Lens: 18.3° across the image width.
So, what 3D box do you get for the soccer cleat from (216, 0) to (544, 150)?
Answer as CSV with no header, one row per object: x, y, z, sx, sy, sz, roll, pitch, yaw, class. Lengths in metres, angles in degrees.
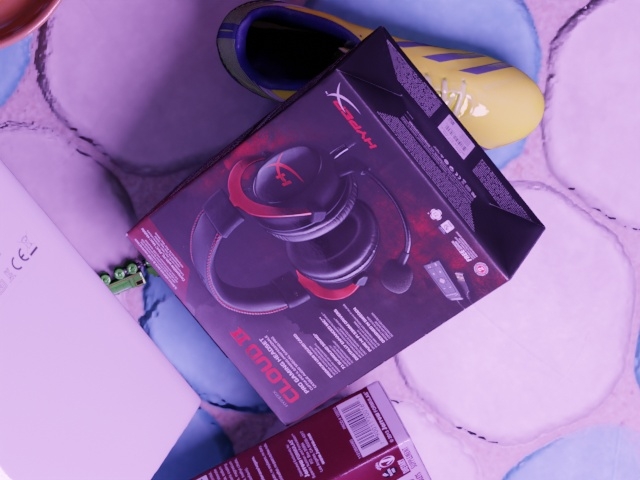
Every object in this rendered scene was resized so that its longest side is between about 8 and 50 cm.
0.052,-0.135,1.685,0.289,0.121,0.093,14,91,-4,soccer cleat

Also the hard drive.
-0.243,0.096,1.616,0.307,0.040,0.203,53,49,-24,hard drive

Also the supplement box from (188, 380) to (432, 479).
-0.026,0.229,1.687,0.239,0.130,0.073,-28,51,-1,supplement box

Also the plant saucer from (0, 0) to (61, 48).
-0.305,-0.258,1.701,0.200,0.037,0.200,0,93,-2,plant saucer

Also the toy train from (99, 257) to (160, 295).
-0.165,0.031,1.732,0.083,0.017,0.023,-23,104,-2,toy train

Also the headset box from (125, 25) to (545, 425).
0.000,0.000,1.640,0.293,0.110,0.218,-35,97,33,headset box
